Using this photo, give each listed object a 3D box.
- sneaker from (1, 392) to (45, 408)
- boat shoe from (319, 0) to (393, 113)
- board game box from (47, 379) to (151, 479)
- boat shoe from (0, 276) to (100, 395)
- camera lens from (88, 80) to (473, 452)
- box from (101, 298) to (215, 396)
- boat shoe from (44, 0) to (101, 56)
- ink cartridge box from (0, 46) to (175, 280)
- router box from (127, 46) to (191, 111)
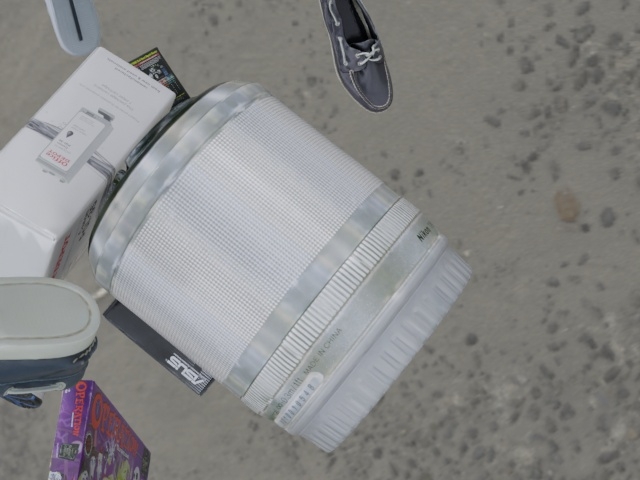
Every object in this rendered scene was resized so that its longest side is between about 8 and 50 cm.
[{"bbox_3d":[-0.496,0.168,1.591,0.211,0.081,0.080,38,143,-23],"label":"sneaker"},{"bbox_3d":[0.054,-0.278,1.552,0.065,0.075,0.206,-136,23,-76],"label":"boat shoe"},{"bbox_3d":[-0.317,0.356,1.545,0.056,0.347,0.208,-3,63,4],"label":"board game box"},{"bbox_3d":[-0.280,0.071,0.720,0.095,0.255,0.079,60,141,42],"label":"boat shoe"},{"bbox_3d":[-0.039,0.017,0.905,0.274,0.219,0.219,39,121,4],"label":"camera lens"},{"bbox_3d":[-0.189,0.099,1.568,0.191,0.045,0.184,42,83,-7],"label":"box"},{"bbox_3d":[-0.440,-0.458,1.782,0.094,0.109,0.302,30,130,56],"label":"boat shoe"},{"bbox_3d":[-0.309,-0.062,1.273,0.117,0.283,0.207,32,139,-3],"label":"ink cartridge box"},{"bbox_3d":[-0.238,-0.198,1.437,0.038,0.122,0.092,-26,102,36],"label":"router box"}]
